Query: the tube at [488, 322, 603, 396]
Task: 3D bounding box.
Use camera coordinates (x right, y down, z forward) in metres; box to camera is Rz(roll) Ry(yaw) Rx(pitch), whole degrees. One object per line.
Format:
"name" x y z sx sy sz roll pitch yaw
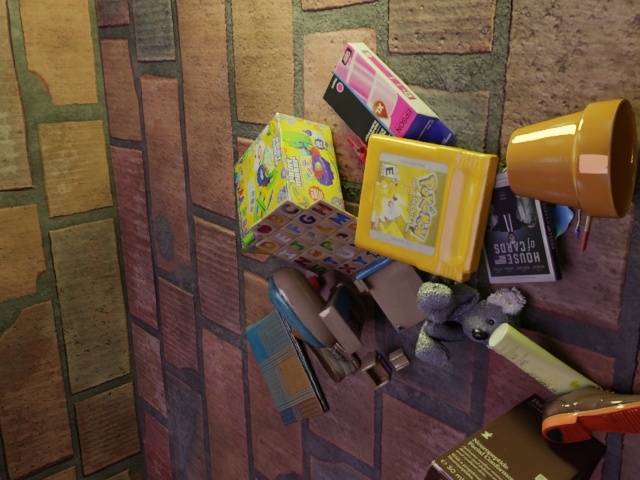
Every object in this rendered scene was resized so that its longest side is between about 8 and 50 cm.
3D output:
"tube" 0.470 0.266 1.324 0.240 0.062 0.070 36 175 -4

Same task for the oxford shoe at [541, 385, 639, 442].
"oxford shoe" 0.571 0.325 1.246 0.271 0.098 0.097 -19 126 29

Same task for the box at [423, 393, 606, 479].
"box" 0.395 0.482 1.282 0.191 0.381 0.143 37 125 36

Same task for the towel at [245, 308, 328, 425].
"towel" -0.123 0.432 2.134 0.271 0.040 0.370 -35 76 49

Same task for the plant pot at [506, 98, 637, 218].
"plant pot" 0.450 -0.145 1.135 0.188 0.205 0.205 4 105 37

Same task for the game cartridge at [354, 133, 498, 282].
"game cartridge" 0.228 -0.080 1.432 0.324 0.053 0.285 19 108 42

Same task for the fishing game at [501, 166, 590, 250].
"fishing game" 0.442 -0.080 1.320 0.264 0.041 0.189 25 122 42

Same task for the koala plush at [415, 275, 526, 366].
"koala plush" 0.351 0.175 1.428 0.221 0.203 0.196 7 111 26

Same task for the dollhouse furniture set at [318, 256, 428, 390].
"dollhouse furniture set" 0.196 0.175 1.665 0.303 0.198 0.286 -34 97 17

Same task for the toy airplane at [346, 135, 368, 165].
"toy airplane" 0.110 -0.220 1.604 0.028 0.151 0.151 -34 70 3

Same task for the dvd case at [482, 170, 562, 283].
"dvd case" 0.409 -0.028 1.328 0.179 0.030 0.238 -9 93 59

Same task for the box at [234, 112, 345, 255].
"box" -0.096 -0.144 1.746 0.279 0.177 0.289 -40 51 48

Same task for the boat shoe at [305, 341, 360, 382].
"boat shoe" 0.010 0.299 1.914 0.285 0.089 0.104 54 162 26

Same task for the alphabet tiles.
"alphabet tiles" 0.000 0.000 1.651 0.285 0.343 0.011 -32 42 43

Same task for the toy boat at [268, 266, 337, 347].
"toy boat" -0.060 0.190 1.788 0.267 0.148 0.318 53 -175 -8

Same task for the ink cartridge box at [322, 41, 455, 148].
"ink cartridge box" 0.158 -0.313 1.560 0.371 0.069 0.175 50 134 23
